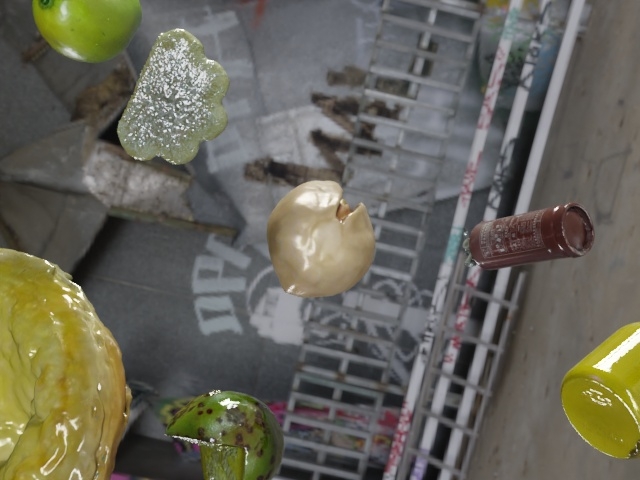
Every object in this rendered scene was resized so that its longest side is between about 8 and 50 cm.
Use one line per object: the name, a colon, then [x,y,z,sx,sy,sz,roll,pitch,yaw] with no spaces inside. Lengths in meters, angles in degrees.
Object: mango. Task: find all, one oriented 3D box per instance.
mango: [-0.482,-0.482,1.782,0.192,0.155,0.343,69,-157,-11]

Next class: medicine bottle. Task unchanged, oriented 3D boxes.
medicine bottle: [0.393,0.152,0.975,0.212,0.122,0.122,-30,-25,-28]

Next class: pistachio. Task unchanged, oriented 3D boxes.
pistachio: [0.000,0.000,1.410,0.299,0.187,0.188,-58,-18,-75]

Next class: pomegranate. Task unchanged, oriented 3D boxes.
pomegranate: [-0.100,0.258,1.012,0.122,0.169,0.143,-36,-3,-38]

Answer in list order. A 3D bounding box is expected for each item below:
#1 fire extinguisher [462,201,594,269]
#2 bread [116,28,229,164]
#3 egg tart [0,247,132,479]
fire extinguisher: [0.355,-0.004,1.500,0.269,0.104,0.105,-15,57,51]
bread: [-0.288,-0.280,1.707,0.056,0.207,0.287,-88,22,-75]
egg tart: [-0.287,0.149,0.626,0.120,0.314,0.315,82,-162,-61]
